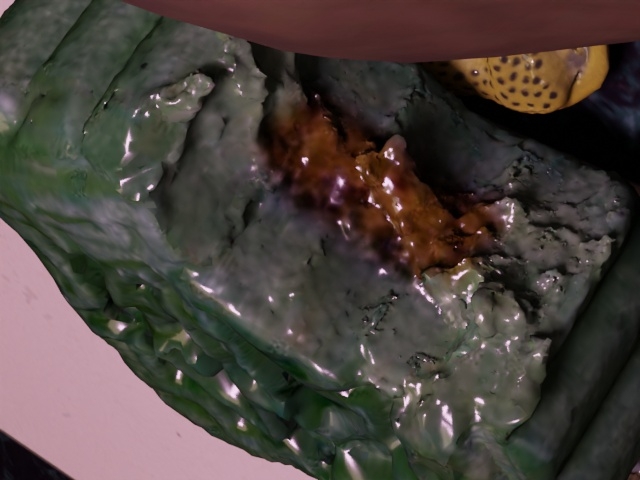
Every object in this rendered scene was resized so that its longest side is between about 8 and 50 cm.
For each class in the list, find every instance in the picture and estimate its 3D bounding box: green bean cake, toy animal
[{"bbox_3d":[0.000,0.000,0.923,0.300,0.169,0.308,14,152,40],"label":"green bean cake"},{"bbox_3d":[0.083,-0.101,0.918,0.181,0.073,0.136,7,135,34],"label":"toy animal"}]

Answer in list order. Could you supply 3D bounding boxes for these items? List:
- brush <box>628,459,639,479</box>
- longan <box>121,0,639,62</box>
[{"bbox_3d":[0.111,0.078,1.080,0.266,0.027,0.062,46,144,12],"label":"brush"},{"bbox_3d":[0.046,-0.219,0.557,0.404,0.404,0.336,39,146,21],"label":"longan"}]
